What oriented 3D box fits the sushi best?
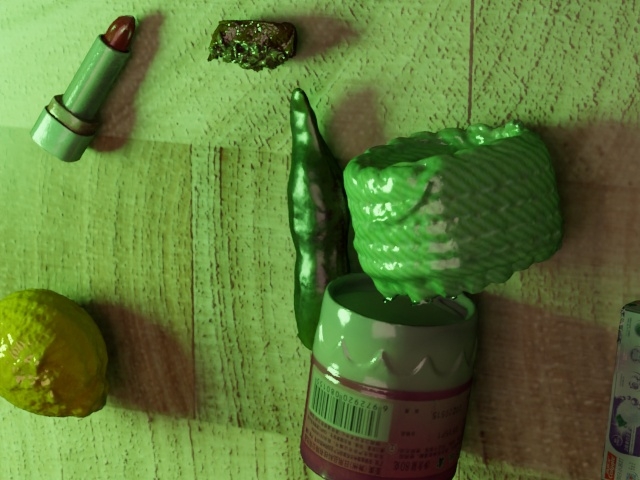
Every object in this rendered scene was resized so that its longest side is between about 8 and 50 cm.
[{"bbox_3d":[-0.075,-0.211,1.996,0.120,0.052,0.055,5,90,21],"label":"sushi"}]

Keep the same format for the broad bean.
[{"bbox_3d":[0.000,0.000,2.004,0.077,0.061,0.339,19,115,58],"label":"broad bean"}]

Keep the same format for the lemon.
[{"bbox_3d":[-0.323,0.134,2.147,0.187,0.142,0.142,38,116,7],"label":"lemon"}]

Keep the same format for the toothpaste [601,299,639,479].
[{"bbox_3d":[0.329,0.160,1.908,0.047,0.040,0.196,12,108,26],"label":"toothpaste"}]

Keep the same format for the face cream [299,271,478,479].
[{"bbox_3d":[0.074,0.150,1.947,0.175,0.175,0.194,16,110,21],"label":"face cream"}]

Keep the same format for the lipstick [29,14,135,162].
[{"bbox_3d":[-0.258,-0.181,2.088,0.063,0.057,0.186,39,110,12],"label":"lipstick"}]

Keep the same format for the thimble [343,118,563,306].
[{"bbox_3d":[0.138,-0.031,1.857,0.219,0.219,0.150,-7,102,26],"label":"thimble"}]
